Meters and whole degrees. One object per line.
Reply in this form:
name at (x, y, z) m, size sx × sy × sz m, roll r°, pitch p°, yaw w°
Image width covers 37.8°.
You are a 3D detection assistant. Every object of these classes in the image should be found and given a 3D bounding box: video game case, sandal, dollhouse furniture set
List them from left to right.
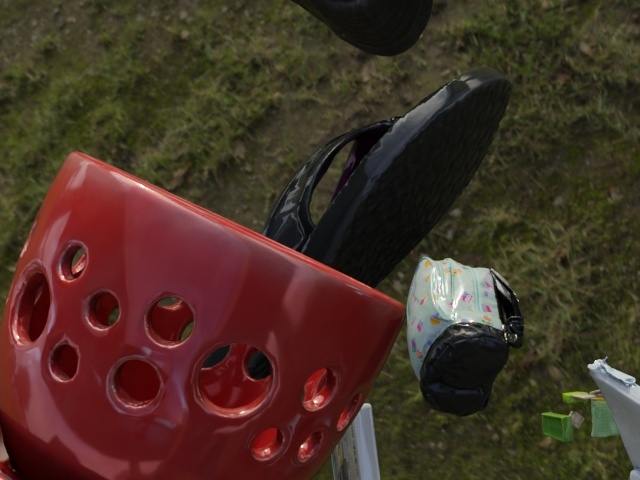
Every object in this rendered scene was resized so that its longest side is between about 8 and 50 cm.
sandal at (-0.002, 0.001, 0.868) m, size 0.107 × 0.167 × 0.446 m, roll 46°, pitch 103°, yaw 23°
video game case at (0.043, 0.289, 1.047) m, size 0.023 × 0.183 × 0.201 m, roll -5°, pitch 78°, yaw -10°
dollhouse furniture set at (0.412, 0.266, 1.404) m, size 0.151 × 0.058 × 0.076 m, roll -3°, pitch 89°, yaw -20°

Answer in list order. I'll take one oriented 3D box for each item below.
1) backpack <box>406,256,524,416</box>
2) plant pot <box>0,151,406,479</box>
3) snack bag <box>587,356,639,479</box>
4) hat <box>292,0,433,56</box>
backpack at (0.164, 0.099, 1.122) m, size 0.182 × 0.115 × 0.152 m, roll -86°, pitch 18°, yaw -52°
plant pot at (-0.074, 0.069, 0.481) m, size 0.191 × 0.191 × 0.174 m, roll 25°, pitch 91°, yaw 32°
snack bag at (0.432, 0.313, 0.991) m, size 0.037 × 0.343 × 0.323 m, roll -32°, pitch 24°, yaw -10°
hat at (0.026, -0.352, 0.920) m, size 0.134 × 0.331 × 0.331 m, roll -43°, pitch 55°, yaw -16°
